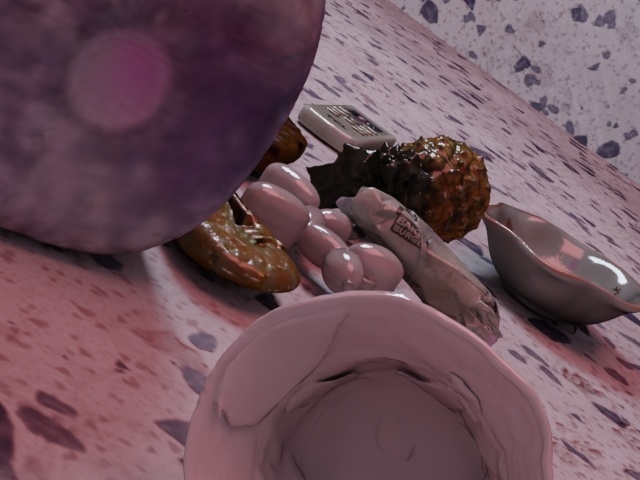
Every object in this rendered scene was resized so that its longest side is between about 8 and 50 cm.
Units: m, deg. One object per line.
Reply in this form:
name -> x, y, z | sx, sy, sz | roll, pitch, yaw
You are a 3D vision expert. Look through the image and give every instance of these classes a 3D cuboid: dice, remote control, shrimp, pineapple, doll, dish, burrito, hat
dice -> -0.178, -0.170, 0.966 | 0.270, 0.270, 0.271 | 23, 19, -37
remote control -> 0.036, -0.146, 1.766 | 0.087, 0.029, 0.190 | 37, 16, 14
shrimp -> -0.081, -0.015, 1.114 | 0.115, 0.051, 0.217 | 31, 14, -34
pineapple -> 0.083, -0.054, 1.447 | 0.128, 0.128, 0.248 | 42, 24, 26
doll -> 0.000, 0.000, 1.210 | 0.160, 0.059, 0.161 | 32, 15, -2
dish -> 0.272, 0.045, 1.583 | 0.229, 0.081, 0.229 | 27, 16, -9
burrito -> 0.097, 0.022, 1.283 | 0.203, 0.064, 0.064 | 48, 17, 6
hat -> 0.033, 0.127, 0.738 | 0.203, 0.203, 0.126 | 37, 1, 11

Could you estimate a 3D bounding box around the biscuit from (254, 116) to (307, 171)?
biscuit -> -0.168, -0.179, 1.429 | 0.359, 0.046, 0.359 | 31, 15, -9
